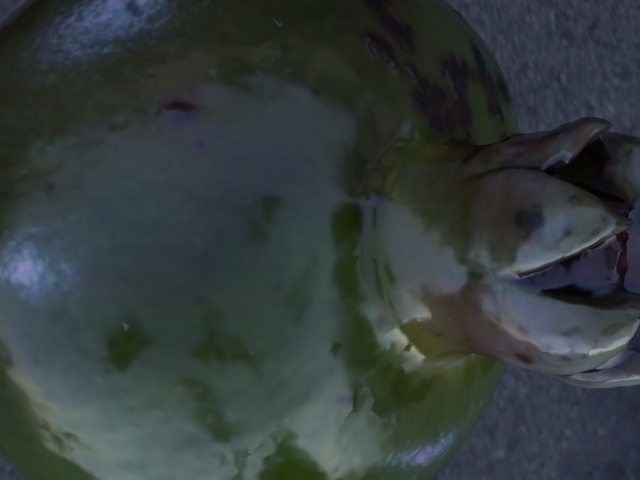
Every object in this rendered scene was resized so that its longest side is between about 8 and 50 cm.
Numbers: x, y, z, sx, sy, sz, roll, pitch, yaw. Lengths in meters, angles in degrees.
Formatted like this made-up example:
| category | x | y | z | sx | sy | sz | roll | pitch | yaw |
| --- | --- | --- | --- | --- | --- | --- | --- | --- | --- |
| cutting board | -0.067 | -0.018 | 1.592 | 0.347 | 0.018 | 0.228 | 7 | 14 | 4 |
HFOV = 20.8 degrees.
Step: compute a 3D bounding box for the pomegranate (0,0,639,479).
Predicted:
| category | x | y | z | sx | sy | sz | roll | pitch | yaw |
| --- | --- | --- | --- | --- | --- | --- | --- | --- | --- |
| pomegranate | -0.011 | 0.010 | 0.472 | 0.179 | 0.210 | 0.179 | -16 | 125 | -25 |
